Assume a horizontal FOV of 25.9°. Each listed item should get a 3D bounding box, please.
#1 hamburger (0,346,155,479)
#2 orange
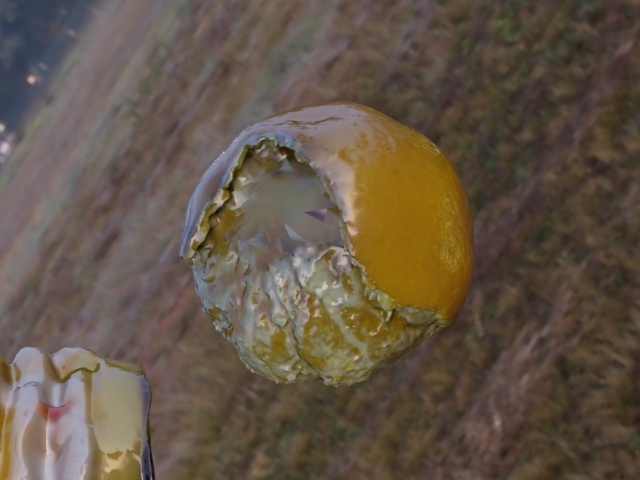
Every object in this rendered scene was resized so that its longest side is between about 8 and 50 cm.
[{"bbox_3d":[-0.255,0.217,1.142,0.276,0.237,0.276,-179,90,-79],"label":"hamburger"},{"bbox_3d":[0.000,0.000,0.716,0.156,0.134,0.156,-13,60,24],"label":"orange"}]
